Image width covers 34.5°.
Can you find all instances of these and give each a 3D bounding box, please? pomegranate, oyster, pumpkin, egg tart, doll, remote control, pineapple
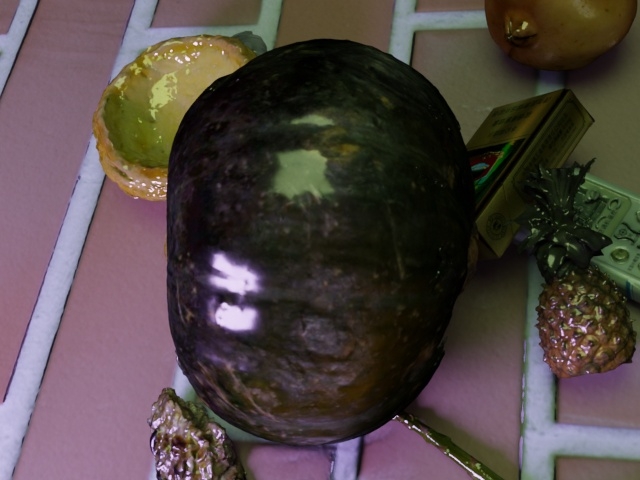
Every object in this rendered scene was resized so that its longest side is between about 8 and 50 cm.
[{"bbox_3d":[0.332,-0.338,1.425,0.209,0.209,0.209,-6,56,10],"label":"pomegranate"},{"bbox_3d":[-0.157,0.254,1.251,0.105,0.056,0.177,-24,59,7],"label":"oyster"},{"bbox_3d":[0.000,0.000,1.136,0.344,0.454,0.454,2,57,0],"label":"pumpkin"},{"bbox_3d":[-0.188,-0.164,1.491,0.294,0.123,0.294,-9,56,13],"label":"egg tart"},{"bbox_3d":[-0.143,-0.280,1.586,0.180,0.079,0.094,5,73,32],"label":"doll"},{"bbox_3d":[0.397,0.016,1.260,0.335,0.065,0.128,28,70,27],"label":"remote control"},{"bbox_3d":[0.286,0.029,1.197,0.125,0.125,0.251,-12,87,6],"label":"pineapple"}]

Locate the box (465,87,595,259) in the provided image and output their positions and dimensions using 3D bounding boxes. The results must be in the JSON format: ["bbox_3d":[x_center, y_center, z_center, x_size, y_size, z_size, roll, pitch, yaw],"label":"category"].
[{"bbox_3d":[0.226,-0.081,1.315,0.240,0.071,0.159,-52,21,-21],"label":"box"}]

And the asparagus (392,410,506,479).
[{"bbox_3d":[0.154,0.248,1.194,0.248,0.025,0.024,33,112,29],"label":"asparagus"}]
